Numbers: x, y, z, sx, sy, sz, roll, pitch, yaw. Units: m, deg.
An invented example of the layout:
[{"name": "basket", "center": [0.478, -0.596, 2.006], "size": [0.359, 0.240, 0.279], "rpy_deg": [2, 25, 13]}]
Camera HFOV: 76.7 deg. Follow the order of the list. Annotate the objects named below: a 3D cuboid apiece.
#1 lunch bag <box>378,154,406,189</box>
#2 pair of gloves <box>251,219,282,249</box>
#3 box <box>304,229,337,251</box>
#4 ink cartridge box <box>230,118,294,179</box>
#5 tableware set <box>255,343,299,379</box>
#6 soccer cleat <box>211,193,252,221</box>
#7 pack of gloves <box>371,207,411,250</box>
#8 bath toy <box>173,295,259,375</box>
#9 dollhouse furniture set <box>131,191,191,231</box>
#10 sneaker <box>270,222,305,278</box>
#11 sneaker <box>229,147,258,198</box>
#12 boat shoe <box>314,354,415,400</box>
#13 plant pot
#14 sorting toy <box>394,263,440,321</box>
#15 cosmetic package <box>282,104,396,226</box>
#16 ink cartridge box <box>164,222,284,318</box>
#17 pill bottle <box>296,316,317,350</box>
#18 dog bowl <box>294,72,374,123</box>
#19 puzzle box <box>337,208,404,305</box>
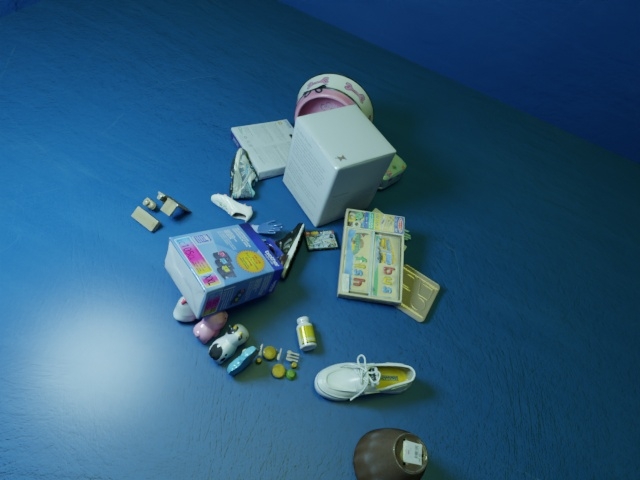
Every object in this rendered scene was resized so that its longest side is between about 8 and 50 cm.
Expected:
[{"name": "lunch bag", "center": [0.288, -0.406, 2.136], "size": [0.224, 0.108, 0.279], "rpy_deg": [-35, 69, -29]}, {"name": "pair of gloves", "center": [-0.248, -0.018, 1.719], "size": [0.159, 0.023, 0.198], "rpy_deg": [1, 44, 19]}, {"name": "box", "center": [0.000, 0.000, 1.810], "size": [0.137, 0.027, 0.094], "rpy_deg": [-3, 58, -18]}, {"name": "ink cartridge box", "center": [-0.241, -0.471, 2.058], "size": [0.330, 0.071, 0.324], "rpy_deg": [-18, 62, -30]}, {"name": "tableware set", "center": [-0.156, 0.440, 1.453], "size": [0.154, 0.024, 0.104], "rpy_deg": [16, 56, -6]}, {"name": "soccer cleat", "center": [-0.395, -0.145, 1.781], "size": [0.196, 0.068, 0.076], "rpy_deg": [22, 55, -3]}, {"name": "pack of gloves", "center": [0.313, -0.034, 1.928], "size": [0.232, 0.046, 0.195], "rpy_deg": [36, 42, 7]}, {"name": "bath toy", "center": [-0.374, 0.304, 1.422], "size": [0.348, 0.129, 0.151], "rpy_deg": [39, 55, 14]}, {"name": "dollhouse furniture set", "center": [-0.668, -0.114, 1.704], "size": [0.144, 0.123, 0.151], "rpy_deg": [35, 88, 11]}, {"name": "sneaker", "center": [-0.154, 0.020, 1.708], "size": [0.124, 0.107, 0.283], "rpy_deg": [18, 52, 5]}, {"name": "sneaker", "center": [-0.358, -0.308, 1.900], "size": [0.122, 0.110, 0.283], "rpy_deg": [11, 59, -23]}, {"name": "boat shoe", "center": [0.168, 0.484, 1.426], "size": [0.367, 0.156, 0.136], "rpy_deg": [5, 54, -13]}, {"name": "plant pot", "center": [0.238, 0.679, 1.259], "size": [0.215, 0.230, 0.215], "rpy_deg": [8, 53, -11]}, {"name": "sorting toy", "center": [0.398, 0.228, 1.757], "size": [0.193, 0.038, 0.208], "rpy_deg": [33, 58, 9]}, {"name": "cosmetic package", "center": [0.068, -0.335, 1.841], "size": [0.327, 0.394, 0.329], "rpy_deg": [-21, 64, -28]}, {"name": "ink cartridge box", "center": [-0.326, 0.088, 1.491], "size": [0.395, 0.151, 0.270], "rpy_deg": [-14, 53, -45]}, {"name": "pill bottle", "center": [-0.056, 0.349, 1.518], "size": [0.065, 0.065, 0.116], "rpy_deg": [-3, 57, -18]}, {"name": "dog bowl", "center": [0.053, -0.610, 2.025], "size": [0.408, 0.408, 0.150], "rpy_deg": [22, 52, 0]}, {"name": "puzzle box", "center": [0.224, 0.066, 1.747], "size": [0.272, 0.052, 0.409], "rpy_deg": [8, 65, -4]}]
